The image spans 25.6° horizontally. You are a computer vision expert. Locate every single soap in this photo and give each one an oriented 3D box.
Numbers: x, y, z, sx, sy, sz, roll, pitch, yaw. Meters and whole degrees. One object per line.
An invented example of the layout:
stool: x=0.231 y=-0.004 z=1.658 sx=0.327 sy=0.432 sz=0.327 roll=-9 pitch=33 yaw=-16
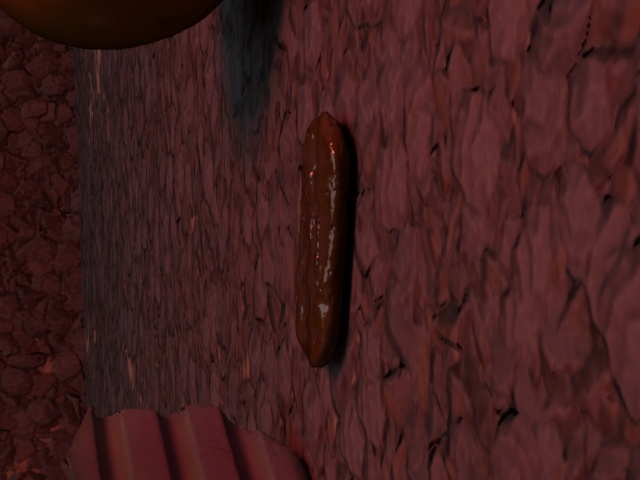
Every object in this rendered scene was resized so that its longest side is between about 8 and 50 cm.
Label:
soap: x=-0.072 y=0.189 z=0.824 sx=0.230 sy=0.145 sz=0.091 roll=-119 pitch=31 yaw=-63

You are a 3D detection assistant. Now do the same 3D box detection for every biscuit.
biscuit: x=0.000 y=0.000 z=0.791 sx=0.071 sy=0.018 sz=0.147 roll=-132 pitch=44 yaw=-71

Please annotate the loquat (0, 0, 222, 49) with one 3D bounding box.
loquat: x=-0.148 y=-0.243 z=0.951 sx=0.235 sy=0.235 sz=0.235 roll=180 pitch=90 yaw=-76
